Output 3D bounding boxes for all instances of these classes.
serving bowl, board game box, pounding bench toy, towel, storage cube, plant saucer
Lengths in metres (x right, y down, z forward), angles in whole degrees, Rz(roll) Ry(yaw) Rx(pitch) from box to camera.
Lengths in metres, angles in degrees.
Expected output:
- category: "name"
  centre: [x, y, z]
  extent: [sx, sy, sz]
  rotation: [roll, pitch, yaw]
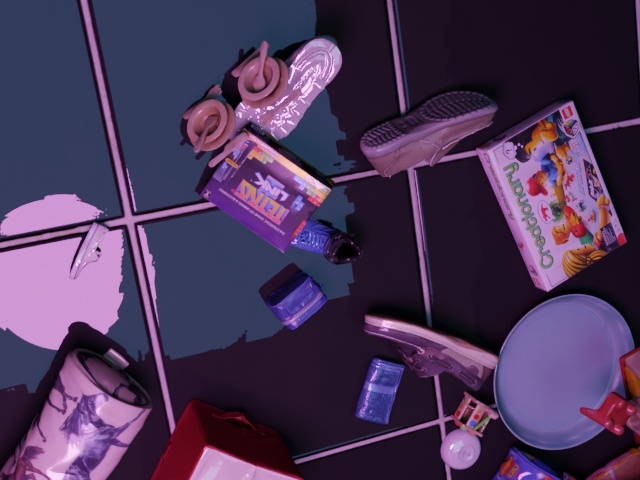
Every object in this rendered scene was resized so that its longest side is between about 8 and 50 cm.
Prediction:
- category: "serving bowl"
  centre: [0.277, 0.410, 1.515]
  extent: [0.083, 0.027, 0.084]
  rotation: [-3, 101, -17]
- category: "board game box"
  centre: [0.436, -0.083, 1.460]
  extent: [0.192, 0.053, 0.305]
  rotation: [-31, 107, -9]
- category: "pounding bench toy"
  centre: [0.296, 0.338, 1.478]
  extent: [0.052, 0.083, 0.065]
  rotation: [31, 89, -19]
- category: "towel"
  centre: [0.109, 0.279, 1.441]
  extent: [0.067, 0.029, 0.120]
  rotation: [16, 95, -18]
- category: "storage cube"
  centre: [-0.164, 0.408, 1.297]
  extent: [0.183, 0.193, 0.215]
  rotation: [26, 93, -19]
- category: "plant saucer"
  centre: [0.476, 0.256, 1.539]
  extent: [0.317, 0.043, 0.318]
  rotation: [-3, 100, -16]
- category: "board game box"
  centre: [-0.086, -0.085, 1.263]
  extent: [0.170, 0.048, 0.141]
  rotation: [34, 112, -6]

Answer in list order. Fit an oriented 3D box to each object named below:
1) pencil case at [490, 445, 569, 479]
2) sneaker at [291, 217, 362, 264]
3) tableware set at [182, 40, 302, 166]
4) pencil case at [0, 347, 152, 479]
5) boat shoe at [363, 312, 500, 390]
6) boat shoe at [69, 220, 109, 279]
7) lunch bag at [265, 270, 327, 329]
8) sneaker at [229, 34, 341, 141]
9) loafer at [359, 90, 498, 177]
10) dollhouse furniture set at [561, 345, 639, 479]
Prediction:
- category: "pencil case"
  centre: [0.358, 0.554, 1.518]
  extent: [0.133, 0.119, 0.306]
  rotation: [31, 90, -30]
- category: "sneaker"
  centre: [0.000, -0.001, 1.329]
  extent: [0.152, 0.084, 0.058]
  rotation: [20, 94, -19]
- category: "tableware set"
  centre: [-0.135, -0.217, 1.207]
  extent: [0.194, 0.128, 0.039]
  rotation: [-38, 150, 11]
- category: "pencil case"
  centre: [-0.424, 0.370, 1.224]
  extent: [0.159, 0.183, 0.410]
  rotation: [33, 87, -24]
- category: "boat shoe"
  centre: [0.199, 0.206, 1.418]
  extent: [0.285, 0.103, 0.093]
  rotation: [21, 89, -25]
- category: "boat shoe"
  centre: [-0.370, 0.020, 1.250]
  extent: [0.035, 0.035, 0.100]
  rotation: [26, 85, -16]
- category: "lunch bag"
  centre: [-0.036, 0.104, 1.346]
  extent: [0.098, 0.067, 0.065]
  rotation: [-39, 108, -8]
- category: "sneaker"
  centre: [-0.059, -0.242, 1.273]
  extent: [0.235, 0.095, 0.090]
  rotation: [-38, 114, 14]
- category: "loafer"
  centre: [0.191, -0.185, 1.361]
  extent: [0.251, 0.094, 0.087]
  rotation: [-21, 130, -3]
- category: "dollhouse furniture set"
  centre: [0.579, 0.389, 1.507]
  extent: [0.201, 0.152, 0.374]
  rotation: [-25, 114, -13]
